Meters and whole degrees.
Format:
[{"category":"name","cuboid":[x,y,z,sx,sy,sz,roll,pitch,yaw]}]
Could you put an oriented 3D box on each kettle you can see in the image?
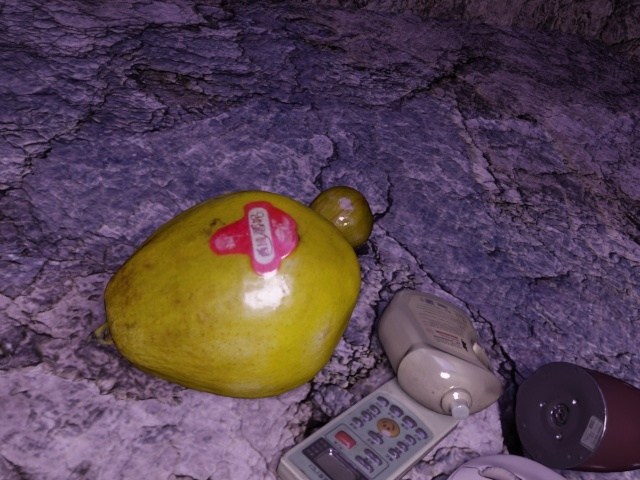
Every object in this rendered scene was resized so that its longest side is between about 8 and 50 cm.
[{"category":"kettle","cuboid":[0.399,0.262,1.034,0.232,0.144,0.202,20,2,-34]}]

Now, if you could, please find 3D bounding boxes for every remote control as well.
[{"category":"remote control","cuboid":[0.076,0.276,0.965,0.123,0.038,0.285,39,41,28]}]

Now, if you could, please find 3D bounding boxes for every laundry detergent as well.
[{"category":"laundry detergent","cuboid":[0.183,0.179,1.055,0.181,0.091,0.253,21,22,-15]}]

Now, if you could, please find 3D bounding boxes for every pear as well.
[{"category":"pear","cuboid":[-0.133,0.079,0.958,0.375,0.287,0.287,-16,44,-10]}]

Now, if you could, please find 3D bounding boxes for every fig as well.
[{"category":"fig","cuboid":[0.000,0.000,1.271,0.124,0.124,0.236,33,62,20]}]

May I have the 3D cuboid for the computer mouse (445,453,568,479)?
[{"category":"computer mouse","cuboid":[0.286,0.373,0.858,0.184,0.121,0.297,-18,50,-37]}]
